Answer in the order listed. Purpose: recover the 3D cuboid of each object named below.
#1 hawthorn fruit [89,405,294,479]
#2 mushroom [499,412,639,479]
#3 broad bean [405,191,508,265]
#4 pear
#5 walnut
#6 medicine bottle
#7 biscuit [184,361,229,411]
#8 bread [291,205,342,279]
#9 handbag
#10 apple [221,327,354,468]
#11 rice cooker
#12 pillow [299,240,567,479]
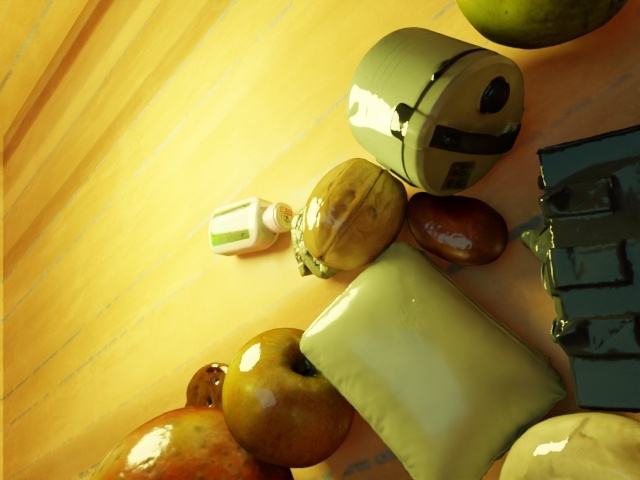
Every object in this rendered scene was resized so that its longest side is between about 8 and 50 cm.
[{"bbox_3d":[-0.237,0.497,0.757,0.403,0.403,0.402,-10,74,38],"label":"hawthorn fruit"},{"bbox_3d":[0.286,0.329,0.431,0.292,0.290,0.292,-1,89,47],"label":"mushroom"},{"bbox_3d":[0.211,-0.020,0.711,0.165,0.084,0.114,17,77,36],"label":"broad bean"},{"bbox_3d":[0.303,-0.383,0.637,0.269,0.212,0.212,46,109,31],"label":"pear"},{"bbox_3d":[0.056,-0.044,0.775,0.165,0.165,0.197,20,59,40],"label":"walnut"},{"bbox_3d":[-0.157,-0.034,1.018,0.219,0.078,0.115,-11,71,37],"label":"medicine bottle"},{"bbox_3d":[-0.238,0.380,1.020,0.212,0.036,0.212,-8,77,37],"label":"biscuit"},{"bbox_3d":[0.000,0.000,0.891,0.117,0.064,0.156,-27,63,34],"label":"bread"},{"bbox_3d":[0.382,0.032,0.539,0.269,0.118,0.325,-9,74,31],"label":"handbag"},{"bbox_3d":[-0.059,0.273,0.789,0.237,0.237,0.207,48,127,35],"label":"apple"},{"bbox_3d":[0.176,-0.192,0.692,0.244,0.226,0.226,42,107,42],"label":"rice cooker"},{"bbox_3d":[0.148,0.176,0.666,0.255,0.120,0.322,-45,62,0],"label":"pillow"}]
